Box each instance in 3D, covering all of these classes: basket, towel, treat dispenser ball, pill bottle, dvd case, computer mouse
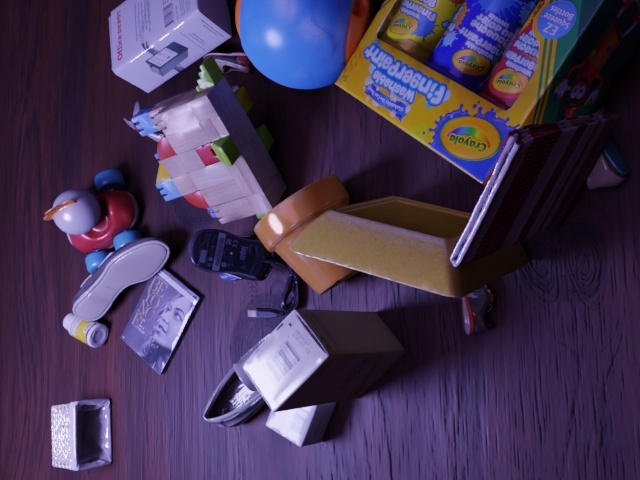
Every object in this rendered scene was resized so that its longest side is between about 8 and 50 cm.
[{"bbox_3d":[-0.598,0.482,1.937,0.103,0.113,0.167,-9,80,35],"label":"basket"},{"bbox_3d":[0.344,-0.089,1.243,0.037,0.329,0.237,40,128,29],"label":"towel"},{"bbox_3d":[-0.031,-0.456,1.590,0.288,0.288,0.288,-4,82,31],"label":"treat dispenser ball"},{"bbox_3d":[-0.606,0.226,1.997,0.116,0.065,0.065,20,95,32],"label":"pill bottle"},{"bbox_3d":[-0.392,0.190,1.897,0.164,0.018,0.221,35,102,30],"label":"dvd case"},{"bbox_3d":[-0.162,0.075,1.699,0.262,0.060,0.184,6,86,-4],"label":"computer mouse"}]

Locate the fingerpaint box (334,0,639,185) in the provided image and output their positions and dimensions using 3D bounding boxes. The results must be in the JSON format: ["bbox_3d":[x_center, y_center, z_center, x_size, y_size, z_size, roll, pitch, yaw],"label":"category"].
[{"bbox_3d":[0.284,-0.335,1.399,0.445,0.163,0.371,45,108,43],"label":"fingerpaint box"}]

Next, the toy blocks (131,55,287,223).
[{"bbox_3d":[-0.261,-0.178,1.714,0.261,0.190,0.381,-15,119,29],"label":"toy blocks"}]

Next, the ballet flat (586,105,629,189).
[{"bbox_3d":[0.463,-0.203,1.387,0.086,0.086,0.248,-26,73,27],"label":"ballet flat"}]

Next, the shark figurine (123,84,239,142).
[{"bbox_3d":[-0.312,-0.255,1.832,0.278,0.116,0.166,-13,90,-11],"label":"shark figurine"}]

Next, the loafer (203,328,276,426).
[{"bbox_3d":[-0.132,0.288,1.670,0.112,0.111,0.319,47,109,27],"label":"loafer"}]

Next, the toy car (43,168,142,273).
[{"bbox_3d":[-0.595,-0.057,1.921,0.210,0.238,0.219,-30,69,25],"label":"toy car"}]

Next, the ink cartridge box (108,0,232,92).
[{"bbox_3d":[-0.368,-0.526,1.883,0.289,0.121,0.211,-25,58,27],"label":"ink cartridge box"}]

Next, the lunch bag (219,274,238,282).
[{"bbox_3d":[-0.195,0.048,1.765,0.067,0.065,0.098,-14,77,30],"label":"lunch bag"}]

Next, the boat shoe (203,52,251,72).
[{"bbox_3d":[-0.224,-0.421,1.849,0.137,0.049,0.043,6,90,27],"label":"boat shoe"}]

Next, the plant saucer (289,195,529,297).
[{"bbox_3d":[0.168,-0.009,1.385,0.333,0.333,0.081,15,108,32],"label":"plant saucer"}]

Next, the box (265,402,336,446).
[{"bbox_3d":[-0.039,0.359,1.620,0.102,0.087,0.101,24,97,32],"label":"box"}]

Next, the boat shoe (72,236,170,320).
[{"bbox_3d":[-0.499,0.073,1.919,0.335,0.112,0.095,-38,39,24],"label":"boat shoe"}]

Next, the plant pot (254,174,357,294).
[{"bbox_3d":[0.000,0.000,1.588,0.205,0.205,0.188,-37,82,23],"label":"plant pot"}]

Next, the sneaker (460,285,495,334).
[{"bbox_3d":[0.297,0.099,1.473,0.065,0.061,0.157,-4,84,6],"label":"sneaker"}]

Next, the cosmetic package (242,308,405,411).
[{"bbox_3d":[0.015,0.223,1.473,0.160,0.309,0.113,-48,62,19],"label":"cosmetic package"}]
